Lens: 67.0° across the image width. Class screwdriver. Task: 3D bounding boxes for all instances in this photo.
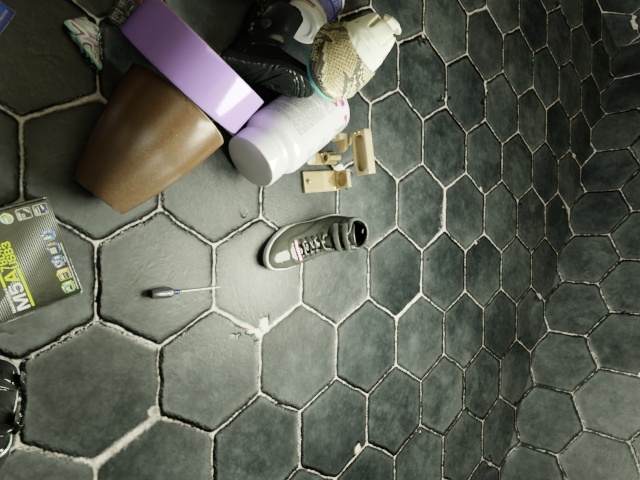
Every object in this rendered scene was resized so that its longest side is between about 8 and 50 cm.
[{"bbox_3d":[-0.292,0.113,1.057,0.170,0.024,0.025,4,59,-42],"label":"screwdriver"}]

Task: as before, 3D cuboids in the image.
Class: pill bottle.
[{"bbox_3d":[-0.073,-0.261,1.149,0.283,0.160,0.160,-46,118,-31],"label":"pill bottle"},{"bbox_3d":[-0.005,-0.603,1.235,0.112,0.112,0.186,49,61,-30],"label":"pill bottle"}]

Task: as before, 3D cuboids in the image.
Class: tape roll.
[{"bbox_3d":[-0.240,-0.333,0.928,0.090,0.274,0.275,-46,124,7],"label":"tape roll"}]

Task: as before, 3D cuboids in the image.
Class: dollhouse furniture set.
[{"bbox_3d":[0.042,-0.205,1.254,0.123,0.151,0.143,-10,94,-40],"label":"dollhouse furniture set"}]

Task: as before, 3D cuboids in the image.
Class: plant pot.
[{"bbox_3d":[-0.341,-0.170,0.911,0.215,0.215,0.230,43,78,-32],"label":"plant pot"}]

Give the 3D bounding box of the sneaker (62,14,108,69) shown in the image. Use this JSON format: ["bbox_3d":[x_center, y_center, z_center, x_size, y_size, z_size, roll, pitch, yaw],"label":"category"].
[{"bbox_3d":[-0.431,-0.382,0.922,0.069,0.038,0.098,-45,118,-30],"label":"sneaker"}]

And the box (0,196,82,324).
[{"bbox_3d":[-0.538,0.039,0.831,0.184,0.045,0.190,-24,105,-40],"label":"box"}]

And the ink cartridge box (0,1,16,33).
[{"bbox_3d":[-0.657,-0.409,0.714,0.333,0.065,0.165,34,69,-37],"label":"ink cartridge box"}]

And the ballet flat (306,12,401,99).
[{"bbox_3d":[0.101,-0.470,1.154,0.164,0.182,0.482,57,26,-17],"label":"ballet flat"}]

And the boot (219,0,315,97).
[{"bbox_3d":[-0.087,-0.450,1.104,0.207,0.247,0.094,-63,162,-18],"label":"boot"}]

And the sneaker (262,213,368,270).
[{"bbox_3d":[0.000,-0.001,1.223,0.296,0.147,0.104,-24,108,-36],"label":"sneaker"}]

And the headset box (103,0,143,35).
[{"bbox_3d":[-0.383,-0.455,0.966,0.062,0.032,0.083,30,71,-37],"label":"headset box"}]

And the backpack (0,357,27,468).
[{"bbox_3d":[-0.586,0.255,0.672,0.254,0.225,0.191,32,100,-37],"label":"backpack"}]
